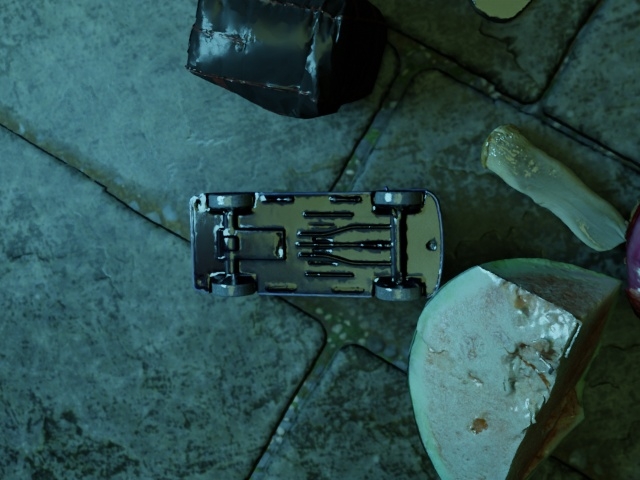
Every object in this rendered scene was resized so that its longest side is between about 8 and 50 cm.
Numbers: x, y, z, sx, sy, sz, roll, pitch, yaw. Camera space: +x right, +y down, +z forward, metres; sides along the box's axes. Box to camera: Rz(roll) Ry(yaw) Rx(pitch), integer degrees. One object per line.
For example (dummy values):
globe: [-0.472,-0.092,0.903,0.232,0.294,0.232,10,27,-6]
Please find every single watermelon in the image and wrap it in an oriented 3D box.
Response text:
watermelon: [0.209,0.165,0.823,0.224,0.180,0.305,9,117,-3]

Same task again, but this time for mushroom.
mushroom: [0.273,-0.060,0.856,0.202,0.054,0.059,37,108,0]

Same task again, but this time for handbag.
handbag: [-0.033,-0.217,0.813,0.169,0.215,0.155,21,109,12]

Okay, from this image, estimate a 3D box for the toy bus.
toy bus: [0.000,0.000,0.872,0.292,0.133,0.125,0,97,13]

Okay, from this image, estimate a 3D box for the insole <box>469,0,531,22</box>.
insole: [0.279,-0.384,0.830,0.110,0.012,0.309,35,102,5]

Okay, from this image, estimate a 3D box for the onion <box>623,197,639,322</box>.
onion: [0.394,0.001,0.779,0.163,0.230,0.230,31,105,45]
